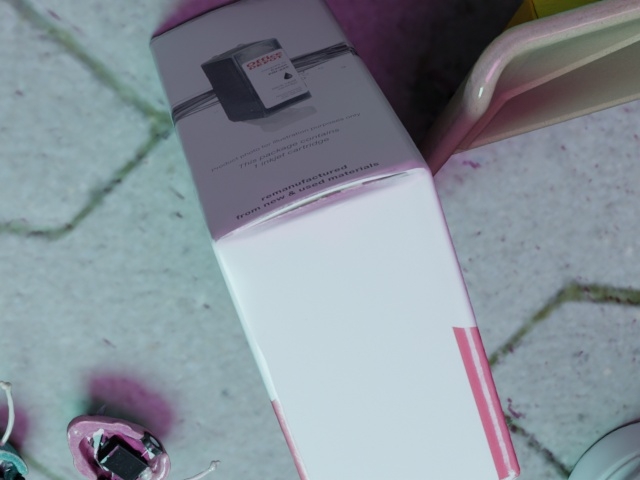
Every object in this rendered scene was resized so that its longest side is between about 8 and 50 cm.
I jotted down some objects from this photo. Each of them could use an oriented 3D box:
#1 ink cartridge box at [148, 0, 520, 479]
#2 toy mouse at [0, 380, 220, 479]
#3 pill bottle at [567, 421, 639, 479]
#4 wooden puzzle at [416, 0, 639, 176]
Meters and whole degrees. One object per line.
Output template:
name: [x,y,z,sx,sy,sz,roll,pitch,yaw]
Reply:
ink cartridge box: [0.000,0.000,0.760,0.092,0.218,0.159,-19,119,-1]
toy mouse: [-0.138,0.121,0.885,0.161,0.031,0.143,-25,120,-4]
pill bottle: [0.213,0.190,0.922,0.119,0.208,0.119,-6,117,-13]
wooden puzzle: [0.153,-0.096,0.782,0.238,0.221,0.044,-22,84,-8]
